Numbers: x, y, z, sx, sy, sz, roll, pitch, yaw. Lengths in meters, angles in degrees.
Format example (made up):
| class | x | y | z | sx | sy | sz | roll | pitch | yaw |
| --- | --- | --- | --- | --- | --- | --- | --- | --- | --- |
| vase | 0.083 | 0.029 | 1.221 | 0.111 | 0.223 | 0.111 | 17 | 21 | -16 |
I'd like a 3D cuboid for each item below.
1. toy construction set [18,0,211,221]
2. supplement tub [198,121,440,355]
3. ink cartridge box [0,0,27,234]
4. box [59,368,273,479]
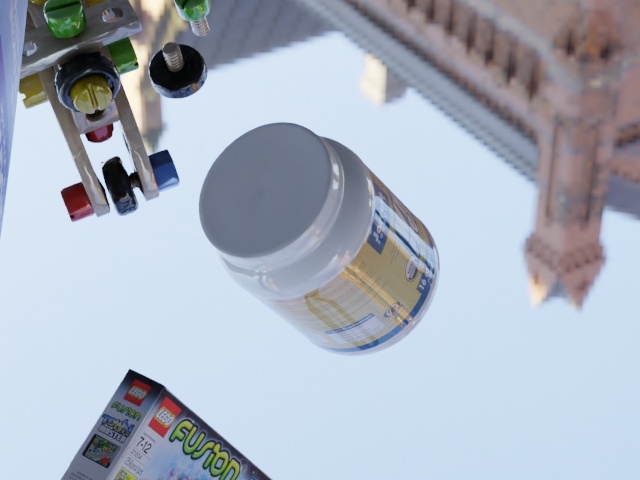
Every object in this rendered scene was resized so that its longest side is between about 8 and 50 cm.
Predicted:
| class | x | y | z | sx | sy | sz | roll | pitch | yaw |
| --- | --- | --- | --- | --- | --- | --- | --- | --- | --- |
| toy construction set | -0.275 | -0.174 | 1.641 | 0.309 | 0.237 | 0.257 | -2 | -121 | 6 |
| supplement tub | 0.000 | 0.000 | 1.453 | 0.144 | 0.200 | 0.144 | -13 | -120 | 24 |
| ink cartridge box | -0.241 | -0.097 | 0.625 | 0.270 | 0.151 | 0.395 | 4 | -129 | -8 |
| box | -0.105 | 0.186 | 1.240 | 0.036 | 0.207 | 0.114 | 22 | -106 | 34 |
